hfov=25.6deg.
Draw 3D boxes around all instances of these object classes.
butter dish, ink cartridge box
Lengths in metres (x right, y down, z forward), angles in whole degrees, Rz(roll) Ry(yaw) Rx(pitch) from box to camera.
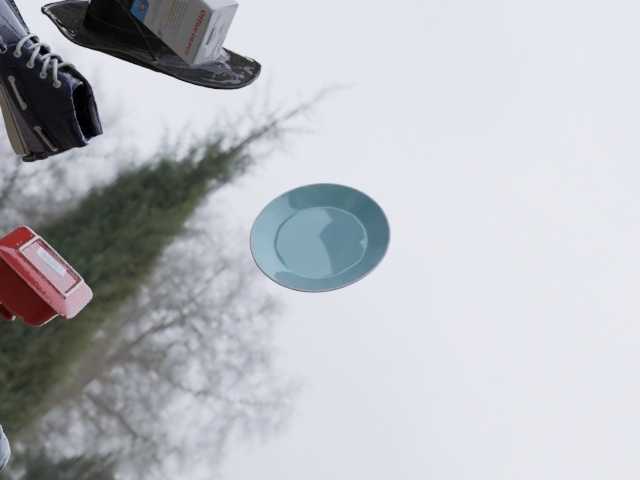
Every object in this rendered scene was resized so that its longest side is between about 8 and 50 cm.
[{"bbox_3d":[-0.449,0.075,2.152,0.160,0.118,0.160,45,14,-5],"label":"butter dish"},{"bbox_3d":[-0.170,-0.290,1.760,0.122,0.052,0.088,44,-51,22],"label":"ink cartridge box"}]

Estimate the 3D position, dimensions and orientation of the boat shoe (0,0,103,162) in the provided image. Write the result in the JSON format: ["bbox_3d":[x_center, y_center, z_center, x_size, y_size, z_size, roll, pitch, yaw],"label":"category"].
[{"bbox_3d":[-0.476,-0.299,2.361,0.158,0.127,0.341,-4,-61,29],"label":"boat shoe"}]

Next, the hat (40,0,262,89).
[{"bbox_3d":[-0.229,-0.339,2.035,0.331,0.331,0.134,32,-68,34],"label":"hat"}]

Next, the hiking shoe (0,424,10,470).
[{"bbox_3d":[-0.394,0.099,1.351,0.304,0.113,0.132,41,-31,31],"label":"hiking shoe"}]

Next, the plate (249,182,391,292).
[{"bbox_3d":[0.000,0.000,1.862,0.188,0.188,0.024,35,-29,29],"label":"plate"}]
